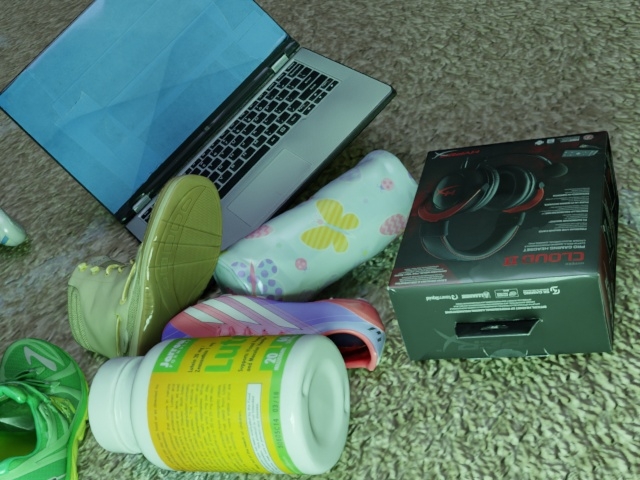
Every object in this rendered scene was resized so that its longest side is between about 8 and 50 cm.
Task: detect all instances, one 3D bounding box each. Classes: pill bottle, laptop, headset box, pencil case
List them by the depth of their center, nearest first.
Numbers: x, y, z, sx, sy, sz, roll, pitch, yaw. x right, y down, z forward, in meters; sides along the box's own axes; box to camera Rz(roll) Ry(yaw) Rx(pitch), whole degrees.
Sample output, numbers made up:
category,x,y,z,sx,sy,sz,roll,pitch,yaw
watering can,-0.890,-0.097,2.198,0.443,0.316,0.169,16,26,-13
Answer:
category,x,y,z,sx,sy,sz,roll,pitch,yaw
pill bottle,-0.106,0.166,1.059,0.246,0.136,0.136,-4,36,23
headset box,0.207,0.012,1.138,0.218,0.110,0.293,-5,36,22
pencil case,0.000,0.000,1.261,0.273,0.113,0.124,-33,-6,-19
laptop,-0.186,-0.198,1.451,0.382,0.236,0.408,-47,38,-6

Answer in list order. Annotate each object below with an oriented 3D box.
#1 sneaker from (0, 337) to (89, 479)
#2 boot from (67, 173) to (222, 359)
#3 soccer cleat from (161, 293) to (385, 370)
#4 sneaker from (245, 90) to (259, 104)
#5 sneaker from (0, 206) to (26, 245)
category,x,y,z,sx,sy,sz,roll,pitch,yaw
sneaker,-0.324,0.189,1.156,0.109,0.123,0.295,-22,32,-2
boot,-0.216,0.034,1.242,0.095,0.261,0.203,4,12,-39
soccer cleat,-0.052,0.109,1.136,0.248,0.083,0.095,-3,27,0
sneaker,-0.050,-0.182,1.579,0.064,0.086,0.192,-39,38,-27
sneaker,-0.553,-0.009,1.624,0.240,0.091,0.126,22,70,47
